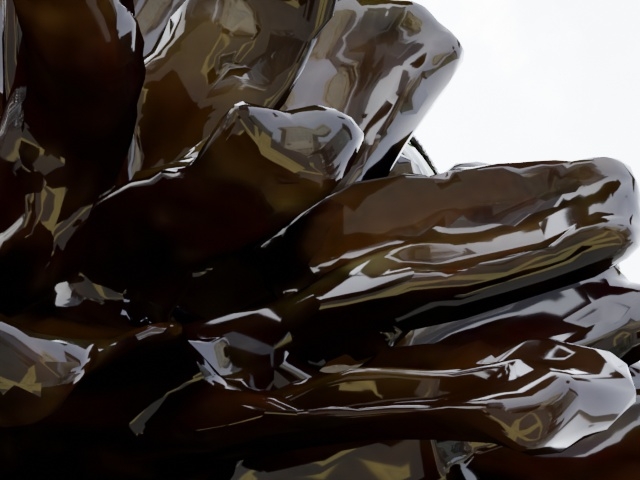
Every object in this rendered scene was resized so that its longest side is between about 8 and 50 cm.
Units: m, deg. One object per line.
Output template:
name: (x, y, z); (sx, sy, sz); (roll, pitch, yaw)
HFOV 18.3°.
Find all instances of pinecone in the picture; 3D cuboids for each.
pinecone: (-0.074, 0.084, 0.522); (0.397, 0.398, 0.398); (12, -58, 19)

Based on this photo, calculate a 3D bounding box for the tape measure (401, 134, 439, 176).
tape measure: (0.000, 0.000, 1.253); (0.199, 0.112, 0.186); (19, -86, 18)
